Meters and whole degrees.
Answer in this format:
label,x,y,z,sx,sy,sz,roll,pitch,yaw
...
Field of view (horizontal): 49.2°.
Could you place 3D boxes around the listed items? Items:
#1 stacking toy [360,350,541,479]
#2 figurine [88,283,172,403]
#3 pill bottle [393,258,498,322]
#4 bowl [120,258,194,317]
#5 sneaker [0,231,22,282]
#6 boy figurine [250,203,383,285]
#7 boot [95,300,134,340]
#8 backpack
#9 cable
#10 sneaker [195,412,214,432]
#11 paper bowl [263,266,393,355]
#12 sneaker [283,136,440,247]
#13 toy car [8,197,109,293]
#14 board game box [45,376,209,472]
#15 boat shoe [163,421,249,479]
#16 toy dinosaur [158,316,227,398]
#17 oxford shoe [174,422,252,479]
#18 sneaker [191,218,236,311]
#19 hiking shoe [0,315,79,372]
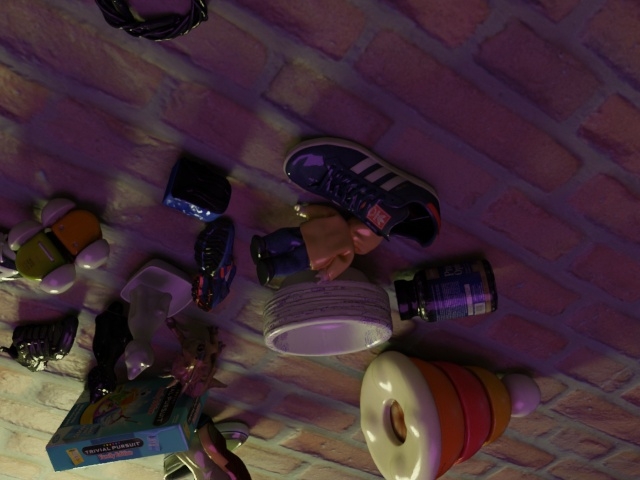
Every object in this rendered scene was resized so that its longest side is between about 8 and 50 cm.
label,x,y,z,sx,sy,sz,roll,pitch,yaw
stacking toy,0.374,0.443,1.835,0.480,0.350,0.350,-3,136,-25
figurine,-0.418,0.226,1.511,0.215,0.209,0.092,-34,127,28
pill bottle,0.282,0.119,1.590,0.219,0.122,0.122,-10,133,5
bowl,-0.360,0.102,1.575,0.142,0.053,0.142,33,122,-30
sneaker,-0.664,0.007,1.436,0.153,0.094,0.235,-4,134,-2
boy figurine,0.000,0.000,1.444,0.285,0.177,0.092,-16,162,-21
boot,-0.468,0.197,1.664,0.099,0.045,0.121,29,132,-25
backpack,-0.240,-0.094,1.371,0.120,0.098,0.101,21,158,-22
cable,-0.270,-0.385,1.121,0.184,0.047,0.150,21,129,-23
sneaker,-0.398,0.506,1.940,0.211,0.080,0.081,35,119,-30
paper bowl,0.013,0.153,1.551,0.284,0.148,0.284,-5,156,-2
sneaker,0.093,-0.084,1.365,0.350,0.148,0.131,17,130,-19
toy car,-0.525,0.016,1.421,0.182,0.159,0.136,-39,177,-15
board game box,-0.473,0.445,1.753,0.336,0.254,0.079,-12,109,6
boat shoe,-0.334,0.625,2.047,0.302,0.094,0.109,-29,129,20
toy dinosaur,-0.302,0.313,1.679,0.127,0.200,0.295,-7,134,2
oxford shoe,-0.284,0.664,1.962,0.130,0.123,0.348,-27,111,1
sneaker,-0.224,0.047,1.523,0.083,0.087,0.221,31,122,22
hiking shoe,-0.668,0.239,1.661,0.227,0.086,0.114,-36,129,28
